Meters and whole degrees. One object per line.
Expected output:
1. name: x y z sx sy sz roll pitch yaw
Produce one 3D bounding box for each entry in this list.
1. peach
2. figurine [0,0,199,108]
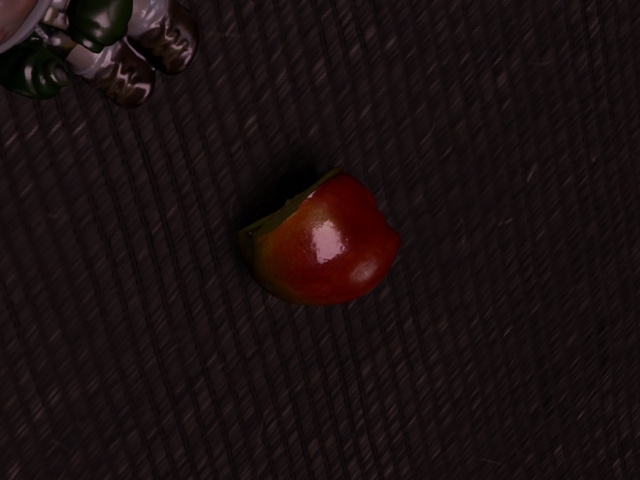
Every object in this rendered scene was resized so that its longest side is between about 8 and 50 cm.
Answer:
1. peach: 0.000 0.008 1.714 0.151 0.151 0.118 -35 85 -17
2. figurine: -0.245 -0.203 1.387 0.281 0.167 0.370 -36 146 23
